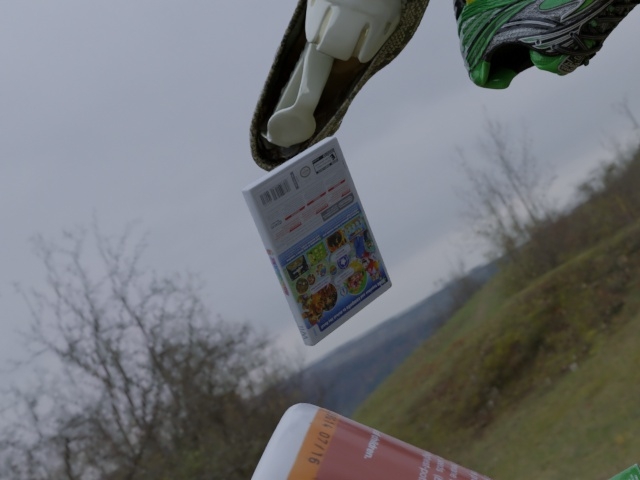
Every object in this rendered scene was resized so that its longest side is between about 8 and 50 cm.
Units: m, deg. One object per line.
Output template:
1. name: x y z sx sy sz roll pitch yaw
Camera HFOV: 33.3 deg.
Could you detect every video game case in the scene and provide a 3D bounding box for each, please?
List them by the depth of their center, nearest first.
1. video game case: 0.000 0.000 0.750 0.087 0.122 0.011 -35 22 -35

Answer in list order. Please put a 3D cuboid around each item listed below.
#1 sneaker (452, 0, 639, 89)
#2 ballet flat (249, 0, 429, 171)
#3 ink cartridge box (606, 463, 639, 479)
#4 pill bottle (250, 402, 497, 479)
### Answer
1. sneaker: 0.315 -0.268 1.244 0.344 0.146 0.134 -18 -22 41
2. ballet flat: 0.016 -0.245 1.379 0.182 0.164 0.483 -64 4 -39
3. ink cartridge box: 0.379 0.423 1.436 0.208 0.087 0.153 -36 36 22
4. pill bottle: 0.063 0.169 0.502 0.121 0.216 0.121 21 -90 -84
